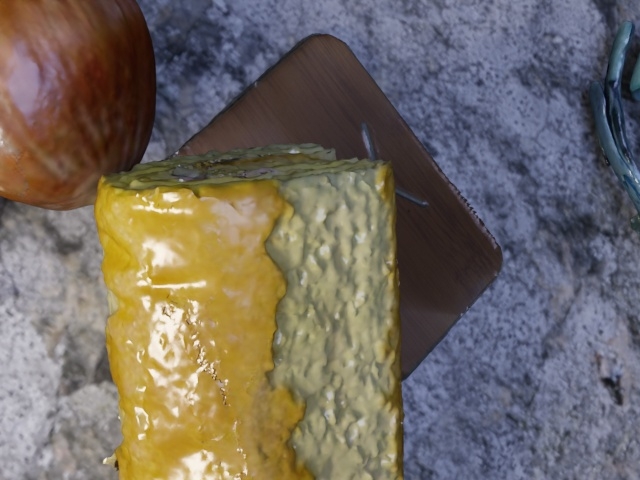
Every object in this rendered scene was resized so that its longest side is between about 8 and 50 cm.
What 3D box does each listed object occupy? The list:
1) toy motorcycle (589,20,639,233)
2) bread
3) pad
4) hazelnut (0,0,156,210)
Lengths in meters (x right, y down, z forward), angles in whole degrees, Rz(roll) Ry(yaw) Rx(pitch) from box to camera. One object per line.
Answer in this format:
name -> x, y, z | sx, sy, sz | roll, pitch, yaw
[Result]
toy motorcycle -> 0.375, -0.109, 1.535 | 0.206, 0.154, 0.260 | -17, 82, -5
bread -> -0.055, 0.123, 1.219 | 0.236, 0.165, 0.375 | -13, 106, -35
pad -> 0.000, 0.000, 1.386 | 0.284, 0.018, 0.286 | -44, 102, -26
hazelnut -> -0.216, -0.117, 1.201 | 0.214, 0.176, 0.214 | 22, 55, -35
